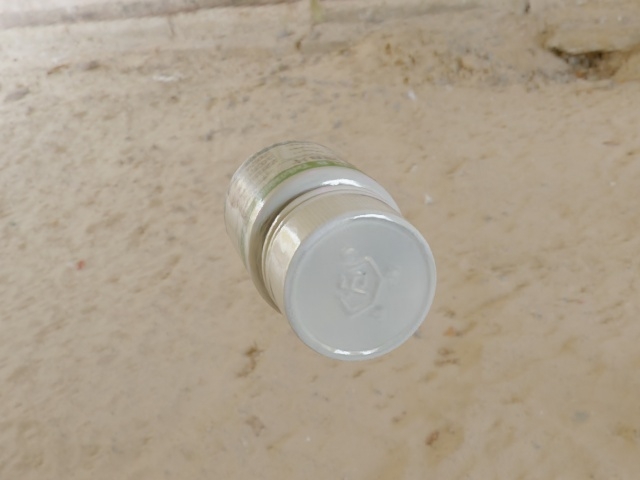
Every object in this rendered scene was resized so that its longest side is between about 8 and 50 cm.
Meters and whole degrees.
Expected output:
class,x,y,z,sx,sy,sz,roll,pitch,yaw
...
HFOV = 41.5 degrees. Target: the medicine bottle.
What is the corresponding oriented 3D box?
class,x,y,z,sx,sy,sz,roll,pitch,yaw
medicine bottle,0.000,0.000,0.701,0.139,0.139,0.237,-20,20,-7
